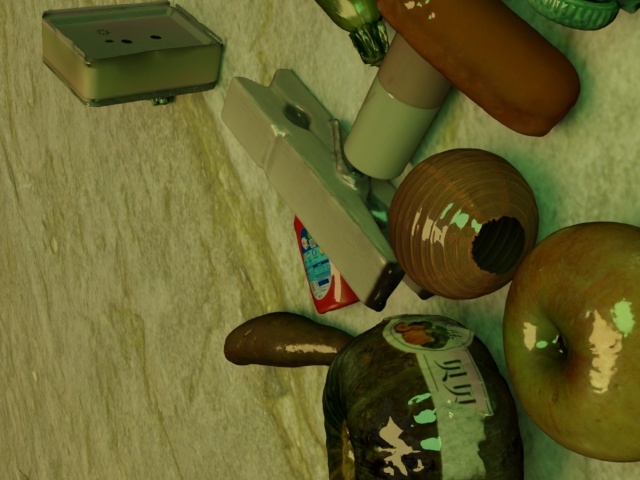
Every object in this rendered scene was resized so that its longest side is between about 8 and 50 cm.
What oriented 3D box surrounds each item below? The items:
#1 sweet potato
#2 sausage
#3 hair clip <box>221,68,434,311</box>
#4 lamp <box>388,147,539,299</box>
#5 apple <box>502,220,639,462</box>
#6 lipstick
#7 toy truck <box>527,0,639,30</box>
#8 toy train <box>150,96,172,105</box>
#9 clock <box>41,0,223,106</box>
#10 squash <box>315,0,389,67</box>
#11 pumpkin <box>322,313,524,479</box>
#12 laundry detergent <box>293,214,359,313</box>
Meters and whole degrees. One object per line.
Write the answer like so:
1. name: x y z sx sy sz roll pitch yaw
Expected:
1. sweet potato: -0.035 0.122 1.091 0.244 0.077 0.077 -10 94 47
2. sausage: 0.126 -0.162 0.712 0.197 0.076 0.076 38 143 -12
3. hair clip: 0.010 -0.067 0.945 0.331 0.101 0.085 54 142 29
4. lamp: 0.126 -0.015 0.777 0.136 0.136 0.136 22 119 47
5. apple: 0.229 0.077 0.666 0.182 0.155 0.182 8 99 62
6. lipstick: 0.097 -0.170 0.812 0.070 0.070 0.254 53 138 27
7. toy truck: 0.140 -0.274 0.630 0.279 0.156 0.155 27 127 13
8. toy train: -0.240 -0.232 1.258 0.053 0.033 0.083 -22 85 58
9. clock: -0.243 -0.245 1.125 0.147 0.192 0.071 42 134 35
10. squash: -0.015 -0.301 0.907 0.318 0.071 0.080 49 120 27
11. pumpkin: 0.107 0.197 0.845 0.260 0.189 0.260 180 90 -79
12. laundry detergent: 0.000 0.000 1.020 0.097 0.049 0.165 -27 78 58
